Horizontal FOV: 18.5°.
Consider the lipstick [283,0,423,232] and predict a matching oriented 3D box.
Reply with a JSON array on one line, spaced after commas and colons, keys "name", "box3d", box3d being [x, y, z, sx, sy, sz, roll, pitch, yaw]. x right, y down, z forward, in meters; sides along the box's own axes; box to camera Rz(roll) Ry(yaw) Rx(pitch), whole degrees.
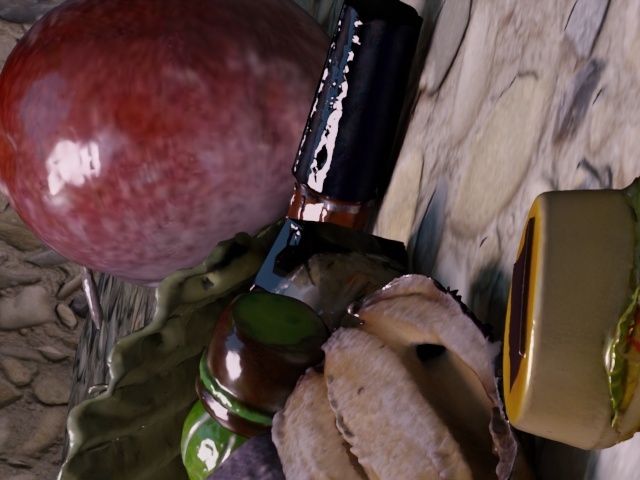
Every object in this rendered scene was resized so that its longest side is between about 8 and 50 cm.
[{"name": "lipstick", "box3d": [0.000, 0.000, 1.629, 0.077, 0.077, 0.418, -103, 27, -66]}]

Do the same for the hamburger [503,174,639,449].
[{"name": "hamburger", "box3d": [0.132, 0.033, 0.919, 0.141, 0.081, 0.126, 97, 180, -51]}]

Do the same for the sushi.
[{"name": "sushi", "box3d": [-0.007, 0.126, 1.451, 0.109, 0.134, 0.273, 44, 116, 40]}]

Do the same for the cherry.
[{"name": "cherry", "box3d": [-0.128, -0.106, 1.832, 0.326, 0.335, 0.291, 25, -132, -78]}]

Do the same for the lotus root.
[{"name": "lotus root", "box3d": [0.066, 0.122, 1.144, 0.167, 0.078, 0.329, -52, 19, 9]}]

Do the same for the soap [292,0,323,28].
[{"name": "soap", "box3d": [-0.162, -0.155, 2.070, 0.159, 0.302, 0.258, -148, 70, -70]}]

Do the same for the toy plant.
[{"name": "toy plant", "box3d": [-0.046, 0.120, 1.355, 0.093, 0.093, 0.162, -95, 17, -57]}]

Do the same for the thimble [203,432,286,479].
[{"name": "thimble", "box3d": [-0.019, 0.203, 1.299, 0.098, 0.150, 0.150, 45, 130, 35]}]

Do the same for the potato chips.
[{"name": "potato chips", "box3d": [-0.120, 0.146, 1.744, 0.389, 0.097, 0.373, 8, -79, -80]}]
